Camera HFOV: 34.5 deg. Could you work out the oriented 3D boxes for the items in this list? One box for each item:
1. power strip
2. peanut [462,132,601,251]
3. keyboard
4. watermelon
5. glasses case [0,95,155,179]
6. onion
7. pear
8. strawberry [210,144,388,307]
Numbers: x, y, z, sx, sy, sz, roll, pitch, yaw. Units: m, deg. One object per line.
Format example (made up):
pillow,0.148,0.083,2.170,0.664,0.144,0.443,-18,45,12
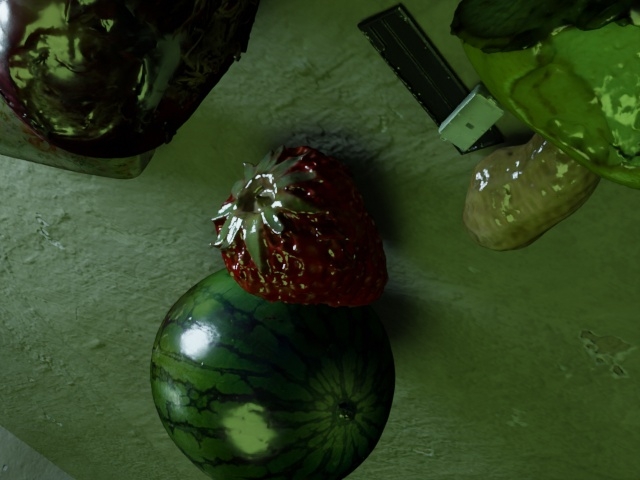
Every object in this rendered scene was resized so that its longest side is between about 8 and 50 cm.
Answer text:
power strip,0.162,-0.130,1.099,0.040,0.016,0.090,33,142,-8
peanut,0.222,-0.060,1.091,0.108,0.095,0.226,32,146,-11
keyboard,0.119,-0.167,1.103,0.063,0.010,0.198,-15,128,44
watermelon,-0.062,0.190,1.433,0.363,0.363,0.363,20,146,14
glasses case,-0.418,-0.178,1.413,0.425,0.098,0.156,14,149,22
onion,-0.194,-0.226,1.004,0.232,0.314,0.314,32,149,19
pear,0.263,-0.136,0.902,0.238,0.164,0.255,-9,133,41
strawberry,0.000,0.000,1.275,0.205,0.205,0.244,-8,149,43
